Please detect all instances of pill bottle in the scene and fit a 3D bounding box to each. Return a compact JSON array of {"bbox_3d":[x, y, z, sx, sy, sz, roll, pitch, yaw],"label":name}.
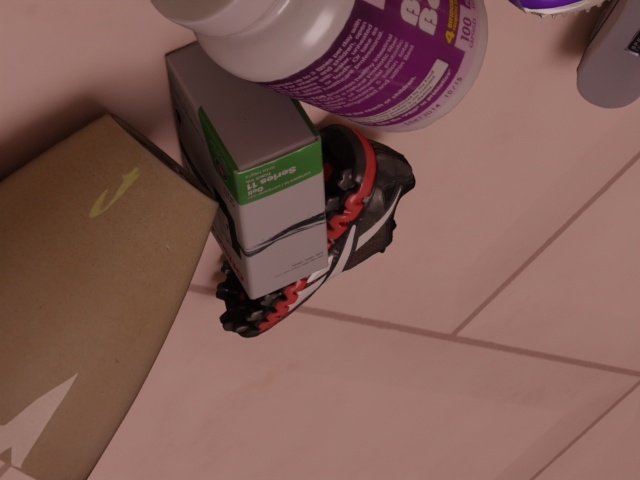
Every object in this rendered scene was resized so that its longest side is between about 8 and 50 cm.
[{"bbox_3d":[-0.004,-0.200,1.596,0.169,0.169,0.301,-45,148,21],"label":"pill bottle"}]

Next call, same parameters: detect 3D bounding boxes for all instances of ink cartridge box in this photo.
[{"bbox_3d":[-0.064,-0.068,1.750,0.087,0.153,0.208,-24,148,-13],"label":"ink cartridge box"}]

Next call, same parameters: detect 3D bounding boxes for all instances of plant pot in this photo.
[{"bbox_3d":[-0.224,0.031,1.697,0.274,0.256,0.256,-51,148,3],"label":"plant pot"}]

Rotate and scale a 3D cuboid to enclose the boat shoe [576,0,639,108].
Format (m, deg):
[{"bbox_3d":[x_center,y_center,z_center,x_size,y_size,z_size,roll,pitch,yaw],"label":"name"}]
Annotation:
[{"bbox_3d":[0.346,-0.246,1.925,0.096,0.088,0.267,23,132,-10],"label":"boat shoe"}]

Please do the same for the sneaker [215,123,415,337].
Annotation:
[{"bbox_3d":[0.000,0.000,1.960,0.135,0.097,0.276,4,133,-42],"label":"sneaker"}]

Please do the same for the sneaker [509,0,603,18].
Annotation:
[{"bbox_3d":[0.280,-0.323,1.757,0.293,0.102,0.146,-31,145,-10],"label":"sneaker"}]
